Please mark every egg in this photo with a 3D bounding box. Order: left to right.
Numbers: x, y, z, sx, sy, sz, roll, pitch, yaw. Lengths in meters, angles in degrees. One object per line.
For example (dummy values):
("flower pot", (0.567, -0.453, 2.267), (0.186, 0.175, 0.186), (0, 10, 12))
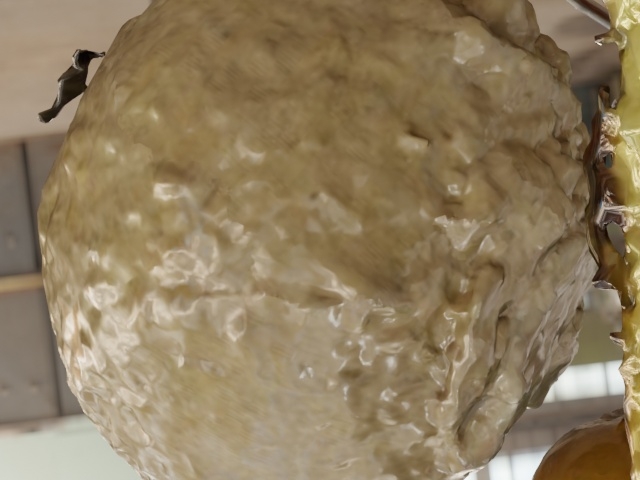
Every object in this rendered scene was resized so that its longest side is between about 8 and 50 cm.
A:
("egg", (0.000, 0.000, 0.888), (0.279, 0.310, 0.279), (10, -150, -6))

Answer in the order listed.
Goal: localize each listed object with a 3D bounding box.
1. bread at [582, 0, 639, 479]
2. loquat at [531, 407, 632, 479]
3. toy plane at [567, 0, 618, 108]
("bread", (0.171, -0.010, 0.515), (0.147, 0.261, 0.160), (-5, 176, -27))
("loquat", (0.171, 0.153, 0.991), (0.141, 0.141, 0.141), (-7, 178, 0))
("toy plane", (0.163, -0.031, 0.644), (0.197, 0.053, 0.078), (33, -165, 4))
